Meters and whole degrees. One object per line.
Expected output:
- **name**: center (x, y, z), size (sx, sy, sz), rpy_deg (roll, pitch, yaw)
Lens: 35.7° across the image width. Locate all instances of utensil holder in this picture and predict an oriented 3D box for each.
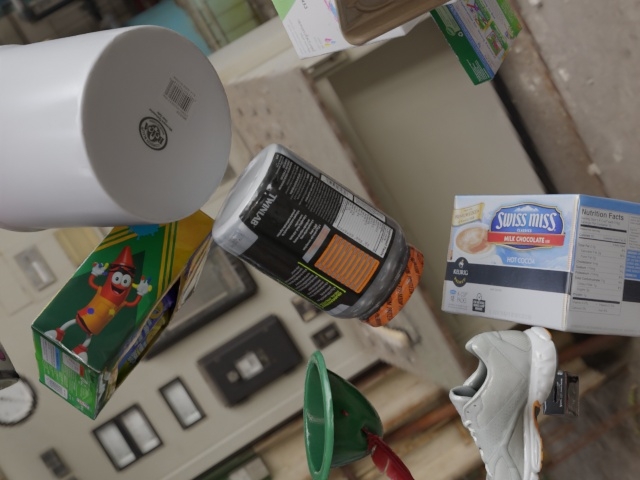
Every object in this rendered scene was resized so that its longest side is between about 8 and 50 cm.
- **utensil holder**: center (-0.385, -0.174, 1.622), size (0.385, 0.327, 0.327), rpy_deg (2, 130, 41)

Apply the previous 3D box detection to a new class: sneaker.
- **sneaker**: center (0.217, 0.232, 1.267), size (0.099, 0.121, 0.262), rpy_deg (-126, 41, -78)

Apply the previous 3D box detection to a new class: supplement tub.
- **supplement tub**: center (0.000, 0.000, 1.620), size (0.316, 0.193, 0.193), rpy_deg (34, 179, -16)

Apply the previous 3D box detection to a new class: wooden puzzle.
- **wooden puzzle**: center (0.154, -0.512, 1.695), size (0.080, 0.322, 0.348), rpy_deg (62, 178, 23)

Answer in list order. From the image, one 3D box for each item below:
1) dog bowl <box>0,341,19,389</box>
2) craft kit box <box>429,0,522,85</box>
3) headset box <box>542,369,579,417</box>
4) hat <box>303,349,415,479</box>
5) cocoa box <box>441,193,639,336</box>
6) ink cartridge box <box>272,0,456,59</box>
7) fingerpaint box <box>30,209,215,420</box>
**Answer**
- **dog bowl**: center (-0.695, 0.201, 1.561), size (0.408, 0.408, 0.150), rpy_deg (111, 144, -81)
- **craft kit box**: center (0.341, -0.514, 2.231), size (0.061, 0.246, 0.250), rpy_deg (-16, 118, 43)
- **headset box**: center (0.333, 0.213, 1.379), size (0.083, 0.032, 0.062), rpy_deg (24, -113, -59)
- **hat**: center (0.080, 0.249, 1.353), size (0.173, 0.184, 0.208), rpy_deg (-112, 25, -63)
- **cocoa box**: center (0.415, 0.038, 1.779), size (0.347, 0.231, 0.227), rpy_deg (4, 88, 61)
- **ink cartridge box**: center (0.076, -0.506, 1.999), size (0.353, 0.119, 0.207), rpy_deg (-5, 123, 41)
- **fingerpaint box**: center (-0.396, 0.135, 2.011), size (0.163, 0.371, 0.445), rpy_deg (35, 154, 1)
